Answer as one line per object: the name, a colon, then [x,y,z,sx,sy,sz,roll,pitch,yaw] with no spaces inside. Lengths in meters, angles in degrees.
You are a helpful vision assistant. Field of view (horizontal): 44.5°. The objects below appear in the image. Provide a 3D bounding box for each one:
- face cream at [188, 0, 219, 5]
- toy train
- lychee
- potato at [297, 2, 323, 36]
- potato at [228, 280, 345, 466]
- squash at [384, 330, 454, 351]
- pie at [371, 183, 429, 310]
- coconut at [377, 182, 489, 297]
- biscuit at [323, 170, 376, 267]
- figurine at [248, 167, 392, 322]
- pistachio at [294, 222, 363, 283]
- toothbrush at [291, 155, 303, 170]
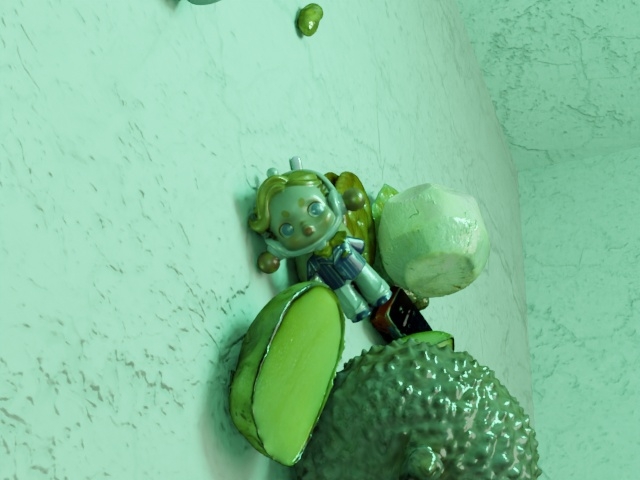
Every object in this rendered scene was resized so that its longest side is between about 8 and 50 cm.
face cream: [-0.173,-0.411,1.135,0.104,0.117,0.117,67,24,-48]
toy train: [0.206,0.227,1.772,0.086,0.089,0.409,-61,141,-20]
lychee: [0.142,0.345,1.231,0.432,0.380,0.381,76,7,-80]
potato: [-0.023,-0.453,1.600,0.045,0.046,0.092,76,28,-51]
potato: [-0.065,0.179,1.131,0.160,0.111,0.272,50,49,-37]
squash: [0.180,0.258,1.649,0.184,0.191,0.085,88,-22,-50]
pie: [0.175,0.015,1.785,0.257,0.105,0.275,35,48,-47]
coconut: [0.232,-0.009,1.621,0.230,0.227,0.227,-96,160,-45]
biscuit: [0.053,-0.032,1.563,0.220,0.066,0.221,-8,90,-70]
figurine: [0.010,-0.004,1.266,0.274,0.194,0.133,30,9,-7]
pistachio: [0.015,0.040,1.379,0.124,0.124,0.185,-23,96,-67]
toothbrush: [-0.016,-0.015,1.447,0.025,0.020,0.287,-177,-106,-81]
